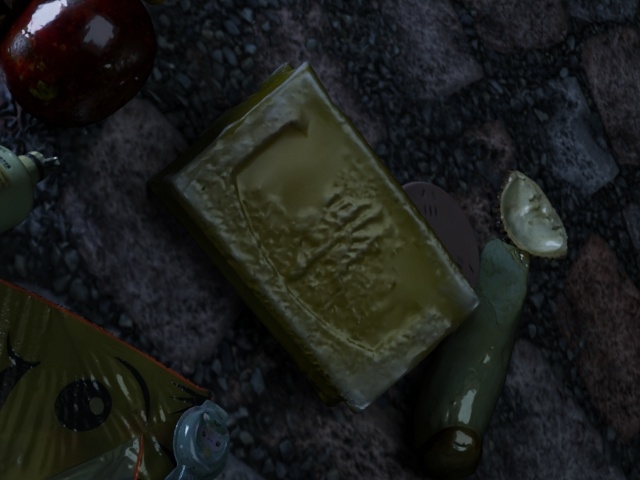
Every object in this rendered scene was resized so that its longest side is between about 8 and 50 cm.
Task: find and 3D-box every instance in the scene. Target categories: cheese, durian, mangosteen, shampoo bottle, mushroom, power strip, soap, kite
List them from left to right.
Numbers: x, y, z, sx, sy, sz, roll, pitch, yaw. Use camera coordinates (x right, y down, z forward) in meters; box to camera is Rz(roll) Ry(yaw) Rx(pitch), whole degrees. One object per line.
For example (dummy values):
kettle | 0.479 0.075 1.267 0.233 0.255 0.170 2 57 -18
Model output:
shampoo bottle | -0.299 -0.038 1.273 0.162 0.079 0.079 -35 99 -45
mangosteen | -0.232 -0.198 1.351 0.156 0.145 0.181 27 40 -75
kite | -0.208 0.192 1.315 0.327 0.013 0.378 -21 88 -45
cheese | -0.116 0.204 1.376 0.067 0.026 0.121 42 49 -27
soap | 0.000 0.000 1.474 0.199 0.091 0.315 -40 105 -10
power strip | 0.100 0.017 1.625 0.154 0.078 0.154 18 63 -39
mushroom | 0.174 0.119 1.642 0.087 0.107 0.333 22 55 3
durian | 0.249 -0.023 1.790 0.052 0.066 0.130 -29 86 -45

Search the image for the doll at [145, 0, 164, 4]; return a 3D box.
doll | -0.258 -0.336 1.375 0.314 0.177 0.141 35 97 -39
